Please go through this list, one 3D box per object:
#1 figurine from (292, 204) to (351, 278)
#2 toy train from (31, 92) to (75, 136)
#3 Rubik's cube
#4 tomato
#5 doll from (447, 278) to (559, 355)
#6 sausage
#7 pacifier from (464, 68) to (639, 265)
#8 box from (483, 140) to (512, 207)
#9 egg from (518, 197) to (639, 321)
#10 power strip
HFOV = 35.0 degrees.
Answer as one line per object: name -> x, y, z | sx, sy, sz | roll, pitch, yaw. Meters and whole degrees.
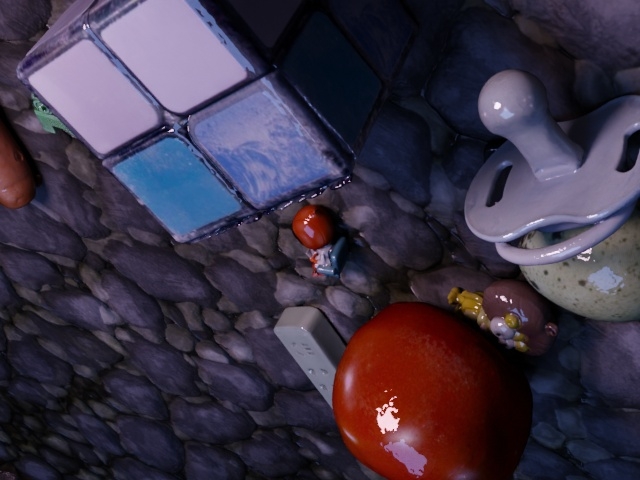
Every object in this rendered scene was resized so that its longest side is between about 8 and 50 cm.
figurine -> 0.000, 0.000, 1.649 | 0.075, 0.068, 0.140 | 6, 139, 32
toy train -> -0.394, -0.208, 1.678 | 0.178, 0.071, 0.104 | 18, 149, 18
Rubik's cube -> -0.112, -0.234, 1.237 | 0.316, 0.313, 0.318 | -19, 123, 39
tomato -> 0.178, 0.260, 1.612 | 0.290, 0.293, 0.325 | 8, 152, 46
doll -> 0.288, 0.125, 1.584 | 0.145, 0.096, 0.188 | 50, 149, -13
sausage -> -0.618, -0.226, 1.791 | 0.094, 0.094, 0.419 | -16, 129, 7
pacifier -> 0.263, -0.104, 1.214 | 0.287, 0.238, 0.226 | -14, 128, 47
box -> 0.287, -0.081, 1.398 | 0.126, 0.027, 0.125 | 10, 138, 24
egg -> 0.368, 0.019, 1.331 | 0.228, 0.177, 0.177 | -3, 132, 31
power strip -> 0.044, 0.277, 1.942 | 0.091, 0.062, 0.385 | -5, 130, 41
